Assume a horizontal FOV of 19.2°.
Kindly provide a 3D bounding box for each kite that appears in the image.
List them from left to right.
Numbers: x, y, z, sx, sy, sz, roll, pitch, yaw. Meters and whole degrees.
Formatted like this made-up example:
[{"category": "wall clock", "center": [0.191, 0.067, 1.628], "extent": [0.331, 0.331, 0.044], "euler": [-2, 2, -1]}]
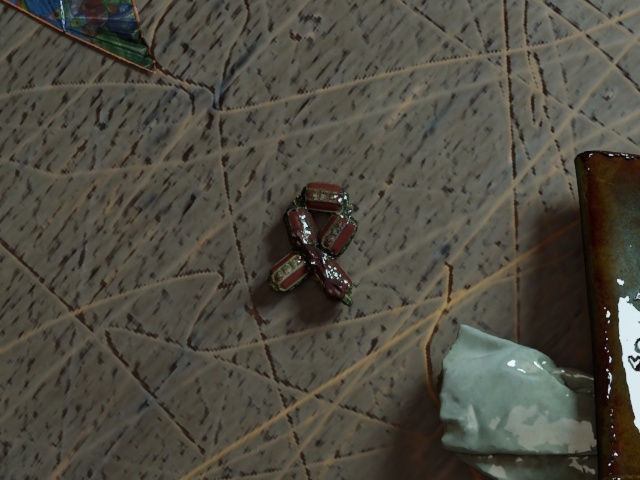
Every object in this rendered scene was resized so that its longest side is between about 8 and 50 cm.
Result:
[{"category": "kite", "center": [-0.165, -0.203, 1.379], "extent": [0.159, 0.010, 0.190], "euler": [-18, 80, 4]}]

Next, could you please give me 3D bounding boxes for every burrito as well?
[{"category": "burrito", "center": [0.248, 0.179, 1.232], "extent": [0.392, 0.076, 0.117], "euler": [25, 85, 10]}]

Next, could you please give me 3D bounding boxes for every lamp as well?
[{"category": "lamp", "center": [0.000, 0.000, 1.317], "extent": [0.063, 0.031, 0.083], "euler": [11, 78, 8]}]

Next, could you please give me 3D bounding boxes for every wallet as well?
[{"category": "wallet", "center": [0.238, 0.058, 1.229], "extent": [0.137, 0.031, 0.255], "euler": [3, 63, -7]}]
